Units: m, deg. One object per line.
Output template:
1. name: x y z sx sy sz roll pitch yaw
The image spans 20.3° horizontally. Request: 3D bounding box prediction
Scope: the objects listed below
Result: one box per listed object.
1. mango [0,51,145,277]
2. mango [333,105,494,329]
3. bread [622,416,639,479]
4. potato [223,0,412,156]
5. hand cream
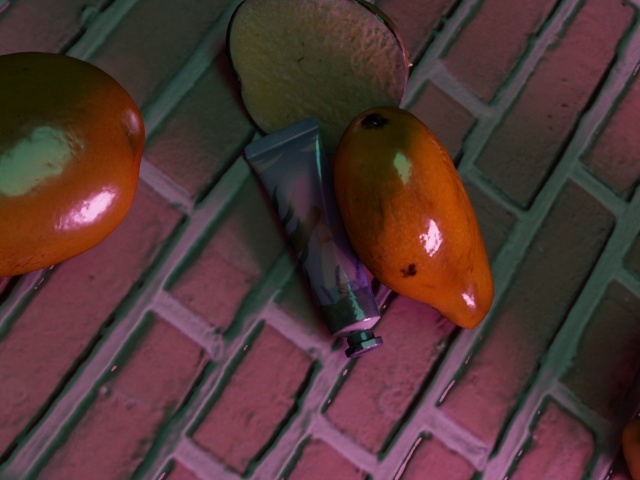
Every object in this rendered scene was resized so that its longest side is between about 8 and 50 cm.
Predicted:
1. mango: -0.314 -0.068 1.672 0.317 0.173 0.211 -13 75 -26
2. mango: 0.095 -0.021 1.862 0.295 0.120 0.177 62 20 -49
3. bread: 0.370 0.249 1.972 0.115 0.056 0.082 57 40 -7
4. potato: 0.007 -0.197 1.929 0.202 0.182 0.117 16 24 12
5. hand cream: 0.000 0.000 1.880 0.256 0.088 0.055 69 15 11
